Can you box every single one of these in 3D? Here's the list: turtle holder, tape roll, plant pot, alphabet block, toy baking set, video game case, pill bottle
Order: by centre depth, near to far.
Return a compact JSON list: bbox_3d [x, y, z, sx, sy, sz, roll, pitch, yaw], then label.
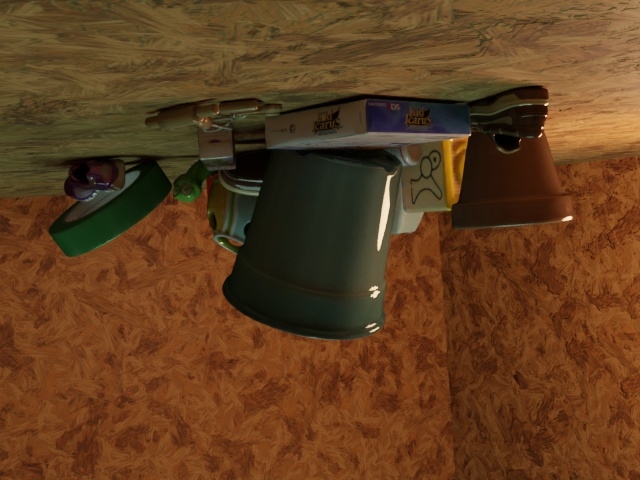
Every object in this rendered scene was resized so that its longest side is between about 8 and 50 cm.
[{"bbox_3d":[-0.177,-0.193,1.352,0.256,0.030,0.197,-3,-178,36],"label":"toy baking set"},{"bbox_3d":[0.083,-0.198,1.458,0.270,0.061,0.244,-5,-178,-43],"label":"video game case"},{"bbox_3d":[0.004,-0.027,1.668,0.341,0.334,0.341,12,-163,-4],"label":"plant pot"},{"bbox_3d":[0.131,-0.197,1.796,0.160,0.087,0.087,-3,-178,33],"label":"pill bottle"},{"bbox_3d":[0.410,-0.146,1.821,0.263,0.229,0.263,-4,-179,0],"label":"plant pot"},{"bbox_3d":[0.325,-0.167,2.048,0.193,0.192,0.197,-7,-177,-25],"label":"alphabet block"},{"bbox_3d":[-0.530,-0.083,2.115,0.321,0.077,0.321,-27,-158,12],"label":"tape roll"},{"bbox_3d":[-0.194,-0.095,2.165,0.243,0.227,0.320,4,154,45],"label":"turtle holder"},{"bbox_3d":[0.220,-0.144,2.809,0.248,0.252,0.247,-4,-179,28],"label":"plant pot"}]

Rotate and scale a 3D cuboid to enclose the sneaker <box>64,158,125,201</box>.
[{"bbox_3d":[-0.579,-0.156,2.057,0.105,0.095,0.236,4,171,-43],"label":"sneaker"}]

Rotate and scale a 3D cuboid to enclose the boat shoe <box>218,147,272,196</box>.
[{"bbox_3d":[-0.058,-0.184,1.881,0.342,0.123,0.123,-3,150,-11],"label":"boat shoe"}]

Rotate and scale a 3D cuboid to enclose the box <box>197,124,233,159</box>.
[{"bbox_3d":[-0.204,-0.182,1.675,0.067,0.063,0.324,-3,-179,-6],"label":"box"}]

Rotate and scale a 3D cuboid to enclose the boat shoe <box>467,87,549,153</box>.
[{"bbox_3d":[0.312,-0.197,1.451,0.095,0.095,0.257,-4,-179,-8],"label":"boat shoe"}]

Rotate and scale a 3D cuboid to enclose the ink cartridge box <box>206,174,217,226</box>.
[{"bbox_3d":[-0.263,-0.132,2.434,0.232,0.189,0.066,-2,-179,34],"label":"ink cartridge box"}]
